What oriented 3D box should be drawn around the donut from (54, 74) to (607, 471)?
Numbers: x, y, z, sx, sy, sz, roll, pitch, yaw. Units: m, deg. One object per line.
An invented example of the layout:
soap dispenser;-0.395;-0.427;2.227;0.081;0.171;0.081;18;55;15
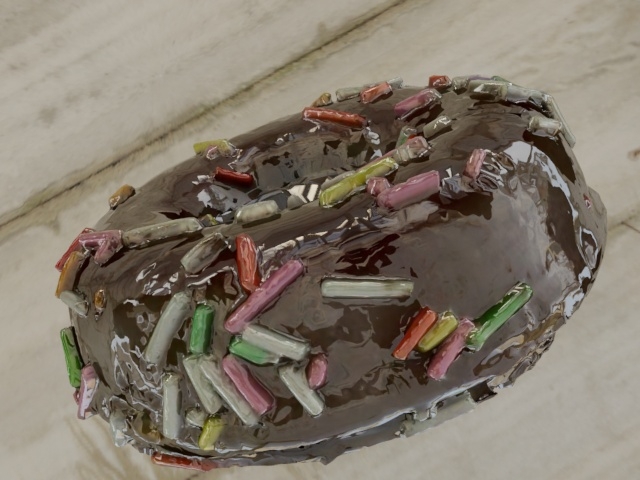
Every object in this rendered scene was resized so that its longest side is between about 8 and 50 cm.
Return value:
donut;0.000;0.000;0.427;0.269;0.270;0.103;-19;-71;-6
